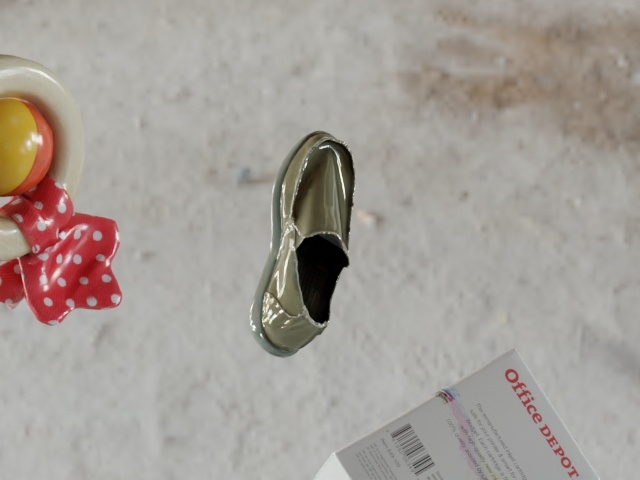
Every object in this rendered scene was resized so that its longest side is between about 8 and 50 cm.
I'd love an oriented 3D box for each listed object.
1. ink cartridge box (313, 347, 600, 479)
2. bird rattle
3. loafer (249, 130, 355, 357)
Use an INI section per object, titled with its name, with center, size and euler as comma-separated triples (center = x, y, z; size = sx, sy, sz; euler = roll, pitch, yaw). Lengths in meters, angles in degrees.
[ink cartridge box]
center = 0.162, 0.299, 2.237
size = 0.270, 0.197, 0.198
euler = -28, 77, -18
[bird rattle]
center = -0.248, -0.041, 1.434
size = 0.253, 0.207, 0.143
euler = 11, 4, -42
[loafer]
center = 0.000, 0.000, 1.869
size = 0.087, 0.094, 0.251
euler = -15, 56, 46
